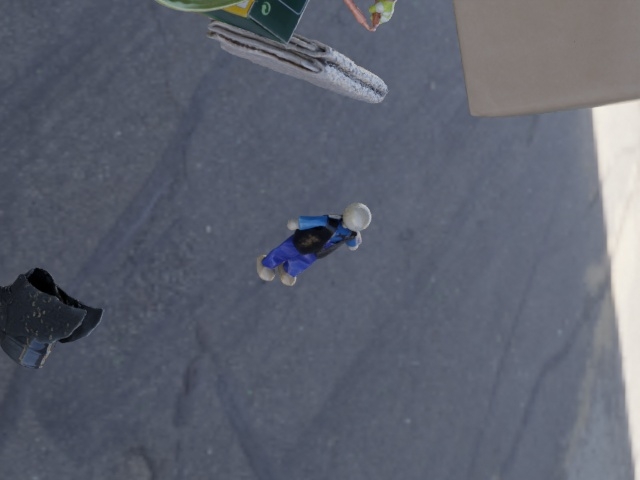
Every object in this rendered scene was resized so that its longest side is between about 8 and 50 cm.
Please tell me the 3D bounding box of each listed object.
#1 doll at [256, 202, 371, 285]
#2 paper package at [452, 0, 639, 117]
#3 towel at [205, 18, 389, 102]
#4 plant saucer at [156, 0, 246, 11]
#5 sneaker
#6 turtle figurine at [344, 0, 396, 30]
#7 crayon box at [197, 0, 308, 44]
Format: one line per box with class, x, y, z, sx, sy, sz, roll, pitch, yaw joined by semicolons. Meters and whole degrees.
doll;0.000;0.000;1.505;0.129;0.189;0.046;14;54;-38
paper package;0.326;-0.313;1.308;0.168;0.325;0.309;-17;100;-47
towel;-0.029;-0.241;1.504;0.049;0.187;0.282;-69;161;5
plant saucer;-0.024;-0.239;0.665;0.037;0.241;0.241;50;24;15
sneaker;-0.289;0.059;1.089;0.051;0.170;0.089;9;113;-58
turtle figurine;0.085;-0.401;1.391;0.217;0.087;0.269;-22;101;-59
crayon box;-0.123;-0.373;1.325;0.083;0.323;0.203;26;90;-51
